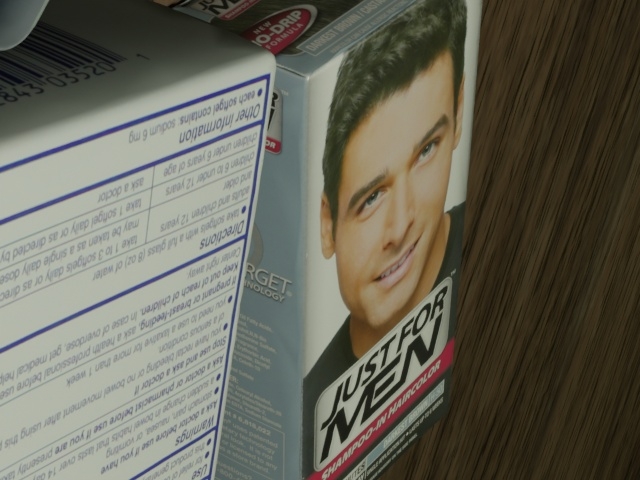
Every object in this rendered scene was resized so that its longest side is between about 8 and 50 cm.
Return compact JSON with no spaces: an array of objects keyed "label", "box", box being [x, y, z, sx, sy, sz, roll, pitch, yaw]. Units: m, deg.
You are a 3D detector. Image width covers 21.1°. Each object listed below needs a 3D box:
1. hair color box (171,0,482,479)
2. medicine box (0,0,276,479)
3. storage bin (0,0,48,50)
[{"label":"hair color box","box":[0.000,0.000,1.093,0.185,0.113,0.374,-40,142,-41]},{"label":"medicine box","box":[-0.170,0.049,0.786,0.263,0.149,0.289,-27,134,-51]},{"label":"storage bin","box":[-0.173,-0.142,0.691,0.098,0.091,0.135,-63,152,-7]}]
